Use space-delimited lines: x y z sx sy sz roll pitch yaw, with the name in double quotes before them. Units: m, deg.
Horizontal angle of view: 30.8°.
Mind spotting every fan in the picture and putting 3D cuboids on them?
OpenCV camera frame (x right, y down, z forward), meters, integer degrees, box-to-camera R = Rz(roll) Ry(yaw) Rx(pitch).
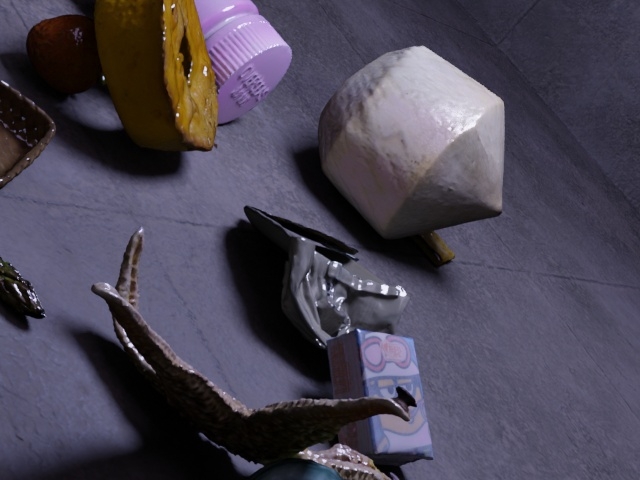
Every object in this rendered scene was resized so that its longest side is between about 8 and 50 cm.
"fan" 0.000 0.000 1.656 0.153 0.008 0.227 19 -6 29

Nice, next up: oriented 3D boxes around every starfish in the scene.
"starfish" -0.063 0.144 1.150 0.398 0.132 0.384 36 -20 6

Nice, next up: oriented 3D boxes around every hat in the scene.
"hat" -0.016 0.063 1.538 0.214 0.149 0.245 28 -10 -36

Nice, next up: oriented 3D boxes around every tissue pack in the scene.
"tissue pack" 0.071 0.190 1.397 0.115 0.065 0.155 15 58 -47

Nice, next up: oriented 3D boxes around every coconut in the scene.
"coconut" 0.167 -0.145 1.876 0.329 0.329 0.329 33 26 -18

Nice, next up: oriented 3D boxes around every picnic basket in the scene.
"picnic basket" -0.373 -0.111 1.300 0.110 0.055 0.193 39 24 -9

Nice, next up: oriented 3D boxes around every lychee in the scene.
"lychee" -0.320 -0.250 1.539 0.140 0.101 0.114 -3 43 -28

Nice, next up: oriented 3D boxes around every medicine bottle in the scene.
"medicine bottle" -0.197 -0.336 1.786 0.290 0.178 0.178 48 25 12

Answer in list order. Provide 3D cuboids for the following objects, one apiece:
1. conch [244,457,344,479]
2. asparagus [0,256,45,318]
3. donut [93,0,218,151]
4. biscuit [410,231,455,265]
"conch" -0.008 0.309 1.035 0.277 0.195 0.220 28 -16 33
"asparagus" -0.333 0.021 1.173 0.165 0.030 0.036 45 14 8
"donut" -0.218 -0.242 1.551 0.277 0.109 0.277 -10 90 -84
"biscuit" 0.189 0.006 1.986 0.083 0.018 0.081 48 25 11
